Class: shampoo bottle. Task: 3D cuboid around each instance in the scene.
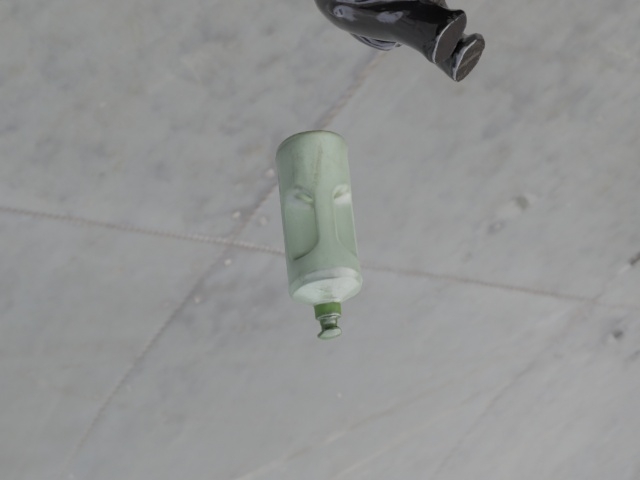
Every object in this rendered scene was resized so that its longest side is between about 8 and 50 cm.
[{"bbox_3d":[0.000,0.000,1.291,0.087,0.234,0.118,-3,162,-11],"label":"shampoo bottle"}]

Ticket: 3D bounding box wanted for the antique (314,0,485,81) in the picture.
[{"bbox_3d":[0.093,-0.359,1.347,0.185,0.255,0.322,-36,155,-36],"label":"antique"}]
